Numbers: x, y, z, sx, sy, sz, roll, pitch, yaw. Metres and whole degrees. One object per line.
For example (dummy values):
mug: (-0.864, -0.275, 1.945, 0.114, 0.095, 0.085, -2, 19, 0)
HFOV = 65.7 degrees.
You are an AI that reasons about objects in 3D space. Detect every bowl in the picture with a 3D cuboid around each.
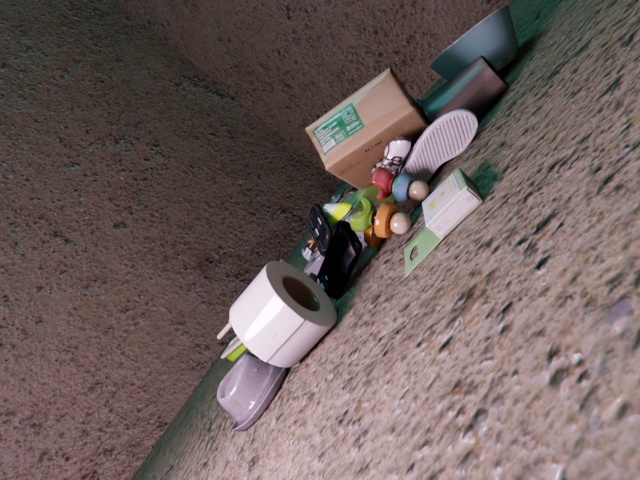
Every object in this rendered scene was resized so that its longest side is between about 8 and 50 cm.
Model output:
bowl: (0.551, -0.640, 1.712, 0.312, 0.163, 0.311, -37, 5, 3)

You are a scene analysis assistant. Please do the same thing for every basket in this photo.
basket: (0.453, -0.446, 1.546, 0.227, 0.154, 0.204, -41, 38, 32)

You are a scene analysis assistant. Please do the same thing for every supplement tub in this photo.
supplement tub: (0.000, 0.000, 2.174, 0.117, 0.117, 0.190, -59, -4, -50)

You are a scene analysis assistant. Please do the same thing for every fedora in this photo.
fedora: (-0.208, 0.412, 1.436, 0.243, 0.124, 0.275, -48, 7, 25)

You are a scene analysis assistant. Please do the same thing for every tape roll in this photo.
tape roll: (0.026, 0.063, 2.001, 0.219, 0.072, 0.219, -51, 6, 7)
tape roll: (-0.100, 0.198, 1.351, 0.169, 0.246, 0.246, -49, 7, 19)

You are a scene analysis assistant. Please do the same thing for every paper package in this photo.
paper package: (0.171, -0.341, 1.580, 0.325, 0.168, 0.309, -32, -22, 19)

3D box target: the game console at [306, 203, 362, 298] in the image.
game console: (0.026, -0.001, 1.571, 0.361, 0.044, 0.213, -115, 40, -50)

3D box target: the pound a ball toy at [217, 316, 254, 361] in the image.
pound a ball toy: (-0.272, 0.354, 1.832, 0.319, 0.208, 0.135, -45, 9, 49)

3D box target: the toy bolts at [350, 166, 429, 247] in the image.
toy bolts: (0.219, -0.083, 1.437, 0.228, 0.159, 0.218, -64, -30, -20)

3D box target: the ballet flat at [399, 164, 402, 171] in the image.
ballet flat: (0.321, -0.315, 1.742, 0.348, 0.123, 0.123, -59, 8, -12)

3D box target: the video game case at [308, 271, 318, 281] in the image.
video game case: (-0.101, 0.260, 1.640, 0.248, 0.035, 0.274, -54, -8, -28)

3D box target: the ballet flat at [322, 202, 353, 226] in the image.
ballet flat: (0.031, -0.086, 1.701, 0.077, 0.077, 0.231, -55, 9, -25)

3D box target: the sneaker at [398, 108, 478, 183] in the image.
sneaker: (0.342, -0.284, 1.500, 0.321, 0.126, 0.127, -48, 13, 37)

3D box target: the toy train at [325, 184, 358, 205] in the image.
toy train: (0.108, -0.137, 2.317, 0.190, 0.142, 0.334, -32, 18, 43)

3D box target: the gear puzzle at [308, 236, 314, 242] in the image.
gear puzzle: (0.050, -0.056, 1.960, 0.176, 0.044, 0.339, -15, 11, 38)

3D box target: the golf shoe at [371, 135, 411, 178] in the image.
golf shoe: (0.225, -0.233, 1.514, 0.198, 0.077, 0.093, 120, 150, -54)

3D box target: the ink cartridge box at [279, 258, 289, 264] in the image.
ink cartridge box: (-0.135, 0.175, 2.119, 0.093, 0.154, 0.212, -52, 7, 8)

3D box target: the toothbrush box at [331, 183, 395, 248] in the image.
toothbrush box: (0.142, -0.081, 1.785, 0.206, 0.122, 0.283, -42, 13, 52)

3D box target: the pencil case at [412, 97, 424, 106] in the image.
pencil case: (0.341, -0.472, 1.861, 0.119, 0.307, 0.133, 102, 177, -48)

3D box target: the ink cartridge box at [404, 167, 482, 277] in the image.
ink cartridge box: (0.253, -0.045, 1.116, 0.235, 0.056, 0.171, -46, 8, 22)
